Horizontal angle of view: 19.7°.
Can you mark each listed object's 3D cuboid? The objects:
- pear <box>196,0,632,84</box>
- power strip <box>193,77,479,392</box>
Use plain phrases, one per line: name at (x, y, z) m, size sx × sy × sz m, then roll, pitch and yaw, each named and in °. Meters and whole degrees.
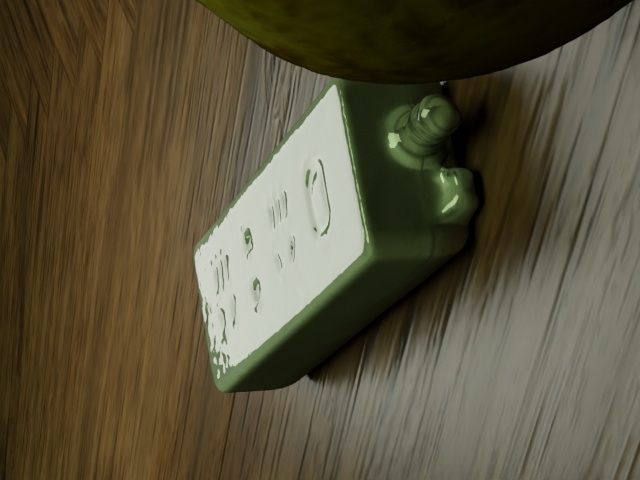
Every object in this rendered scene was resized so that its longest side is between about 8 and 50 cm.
pear at (0.026, -0.187, 0.582) m, size 0.281 × 0.281 × 0.280 m, roll 177°, pitch 90°, yaw -70°
power strip at (0.000, 0.000, 0.976) m, size 0.338 × 0.058 × 0.098 m, roll 135°, pitch 129°, yaw -64°
